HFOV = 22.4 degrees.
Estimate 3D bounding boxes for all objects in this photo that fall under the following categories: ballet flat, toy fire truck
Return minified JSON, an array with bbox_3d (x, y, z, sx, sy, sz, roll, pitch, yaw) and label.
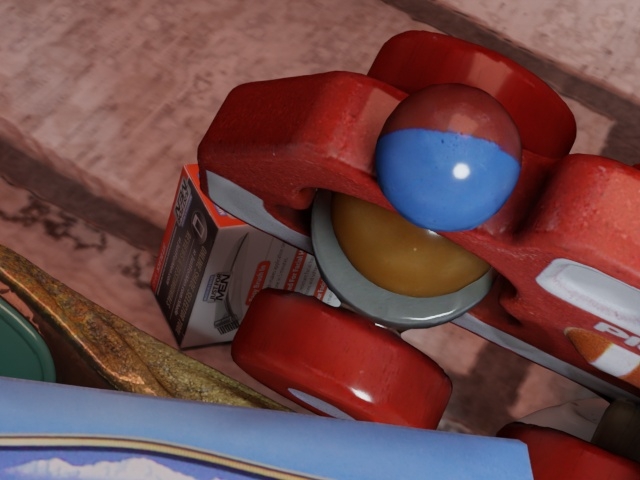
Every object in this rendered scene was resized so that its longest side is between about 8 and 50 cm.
[{"bbox_3d":[-0.105,0.082,0.755,0.348,0.123,0.123,29,42,10],"label":"ballet flat"},{"bbox_3d":[0.094,0.012,0.645,0.302,0.254,0.169,27,77,2],"label":"toy fire truck"}]

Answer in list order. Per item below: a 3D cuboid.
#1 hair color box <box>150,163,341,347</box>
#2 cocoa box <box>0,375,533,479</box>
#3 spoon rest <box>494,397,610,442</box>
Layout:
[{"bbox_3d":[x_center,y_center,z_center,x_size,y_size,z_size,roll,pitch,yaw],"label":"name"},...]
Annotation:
[{"bbox_3d":[0.000,0.000,0.884,0.167,0.093,0.053,-8,48,-29],"label":"hair color box"},{"bbox_3d":[-0.088,0.227,0.417,0.231,0.347,0.228,9,42,-13],"label":"cocoa box"},{"bbox_3d":[0.215,0.134,0.833,0.276,0.084,0.137,5,10,-13],"label":"spoon rest"}]
